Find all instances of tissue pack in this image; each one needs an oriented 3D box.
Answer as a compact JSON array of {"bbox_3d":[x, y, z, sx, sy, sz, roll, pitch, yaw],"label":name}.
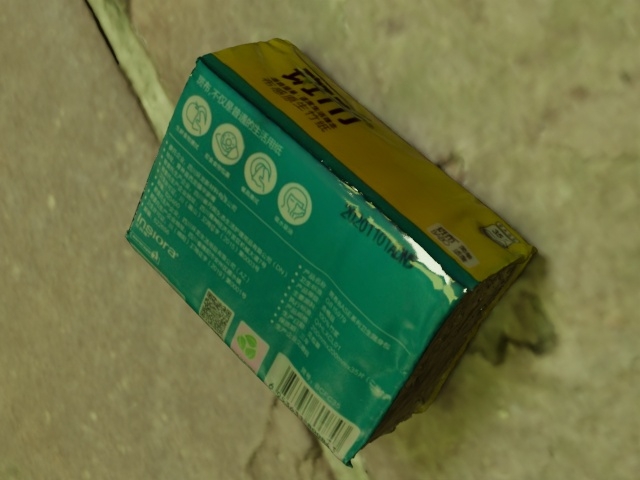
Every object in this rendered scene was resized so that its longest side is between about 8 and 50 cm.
[{"bbox_3d":[0.000,0.000,0.484,0.169,0.082,0.120,42,125,22],"label":"tissue pack"}]
